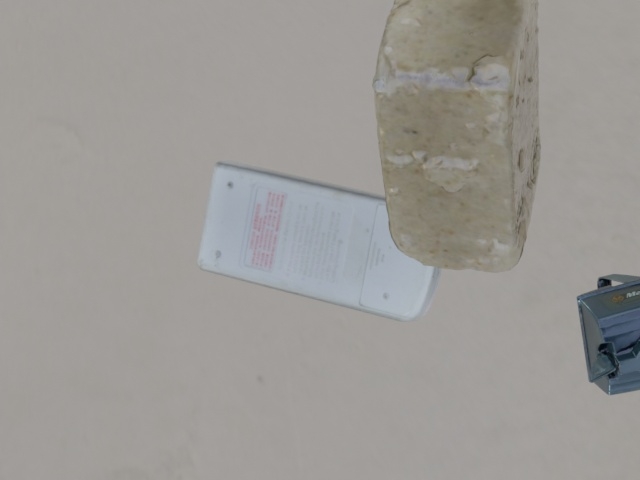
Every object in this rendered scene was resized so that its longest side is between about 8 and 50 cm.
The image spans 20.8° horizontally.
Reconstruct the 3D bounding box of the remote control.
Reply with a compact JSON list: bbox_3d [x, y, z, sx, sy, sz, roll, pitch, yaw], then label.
[{"bbox_3d":[0.000,0.000,1.272,0.190,0.029,0.087,13,97,26],"label":"remote control"}]

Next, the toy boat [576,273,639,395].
[{"bbox_3d":[0.332,0.059,1.476,0.246,0.103,0.093,-14,119,-2],"label":"toy boat"}]

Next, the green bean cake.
[{"bbox_3d":[0.084,-0.074,1.037,0.085,0.109,0.179,6,144,12],"label":"green bean cake"}]
